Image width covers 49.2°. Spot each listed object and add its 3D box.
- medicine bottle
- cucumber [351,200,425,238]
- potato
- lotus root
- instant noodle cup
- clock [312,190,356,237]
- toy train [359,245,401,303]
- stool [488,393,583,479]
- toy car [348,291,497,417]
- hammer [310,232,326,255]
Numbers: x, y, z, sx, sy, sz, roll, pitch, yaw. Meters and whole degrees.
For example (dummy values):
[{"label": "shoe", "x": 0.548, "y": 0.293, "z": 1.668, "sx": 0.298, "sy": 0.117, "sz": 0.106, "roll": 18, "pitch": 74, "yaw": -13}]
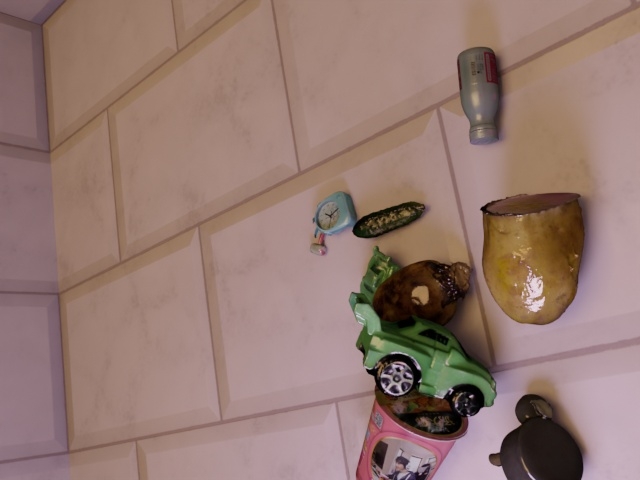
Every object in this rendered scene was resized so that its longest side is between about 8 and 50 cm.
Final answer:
[{"label": "medicine bottle", "x": 0.373, "y": -0.336, "z": 1.636, "sx": 0.090, "sy": 0.090, "sz": 0.217, "roll": -11, "pitch": 78, "yaw": 42}, {"label": "cucumber", "x": 0.177, "y": -0.054, "z": 1.807, "sx": 0.227, "sy": 0.069, "sz": 0.069, "roll": -20, "pitch": 72, "yaw": 36}, {"label": "potato", "x": 0.445, "y": 0.044, "z": 1.471, "sx": 0.229, "sy": 0.229, "sz": 0.266, "roll": 3, "pitch": 102, "yaw": 43}, {"label": "lotus root", "x": 0.222, "y": 0.150, "z": 1.685, "sx": 0.314, "sy": 0.141, "sz": 0.170, "roll": -35, "pitch": 64, "yaw": 35}, {"label": "instant noodle cup", "x": 0.194, "y": 0.481, "z": 1.635, "sx": 0.244, "sy": 0.243, "sz": 0.255, "roll": 38, "pitch": 118, "yaw": 39}, {"label": "clock", "x": 0.027, "y": -0.064, "z": 1.948, "sx": 0.147, "sy": 0.045, "sz": 0.108, "roll": -28, "pitch": 62, "yaw": 31}, {"label": "toy train", "x": 0.149, "y": 0.093, "z": 1.802, "sx": 0.099, "sy": 0.081, "sz": 0.149, "roll": 40, "pitch": 111, "yaw": 37}, {"label": "stool", "x": 0.451, "y": 0.445, "z": 1.457, "sx": 0.153, "sy": 0.228, "sz": 0.139, "roll": 32, "pitch": 138, "yaw": -2}, {"label": "toy car", "x": 0.216, "y": 0.254, "z": 1.543, "sx": 0.358, "sy": 0.213, "sz": 0.177, "roll": 17, "pitch": 94, "yaw": -2}, {"label": "hammer", "x": 0.000, "y": 0.000, "z": 1.988, "sx": 0.052, "sy": 0.031, "sz": 0.083, "roll": 16, "pitch": 90, "yaw": 39}]
